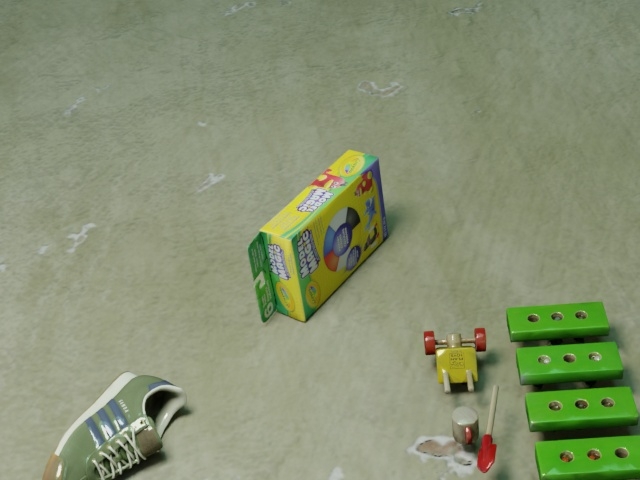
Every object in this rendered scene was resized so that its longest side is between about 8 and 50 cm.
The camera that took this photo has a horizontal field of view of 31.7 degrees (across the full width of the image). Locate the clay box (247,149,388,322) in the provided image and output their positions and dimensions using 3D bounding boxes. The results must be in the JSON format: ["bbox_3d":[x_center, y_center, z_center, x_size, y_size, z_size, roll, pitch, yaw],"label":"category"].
[{"bbox_3d":[0.000,0.000,1.382,0.053,0.127,0.222,16,44,31],"label":"clay box"}]

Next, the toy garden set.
[{"bbox_3d":[0.218,0.168,1.183,0.204,0.049,0.244,-4,37,3],"label":"toy garden set"}]

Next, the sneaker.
[{"bbox_3d":[-0.211,0.210,1.195,0.086,0.064,0.192,4,35,24],"label":"sneaker"}]
